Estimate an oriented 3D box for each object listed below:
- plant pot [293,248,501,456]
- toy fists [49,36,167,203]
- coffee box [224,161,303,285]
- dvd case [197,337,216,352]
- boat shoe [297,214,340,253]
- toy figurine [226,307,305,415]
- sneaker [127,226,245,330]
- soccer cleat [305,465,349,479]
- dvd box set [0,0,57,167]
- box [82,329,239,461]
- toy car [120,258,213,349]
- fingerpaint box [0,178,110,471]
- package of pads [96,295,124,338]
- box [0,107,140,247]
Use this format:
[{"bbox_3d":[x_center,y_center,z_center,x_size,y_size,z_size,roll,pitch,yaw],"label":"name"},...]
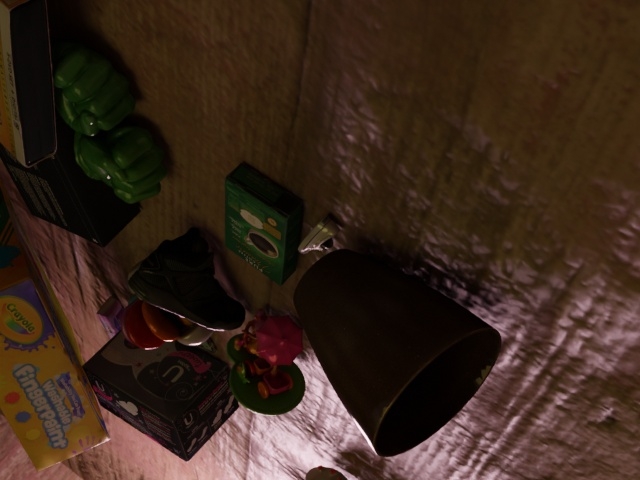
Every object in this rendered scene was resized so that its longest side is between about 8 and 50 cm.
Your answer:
[{"bbox_3d":[0.077,0.121,1.474,0.230,0.215,0.215,45,157,28],"label":"plant pot"},{"bbox_3d":[-0.318,-0.169,1.650,0.142,0.096,0.279,17,142,37],"label":"toy fists"},{"bbox_3d":[-0.083,-0.021,1.618,0.113,0.040,0.184,33,151,17],"label":"coffee box"},{"bbox_3d":[-0.246,0.155,2.112,0.087,0.013,0.119,16,144,40],"label":"dvd case"},{"bbox_3d":[0.000,0.000,1.550,0.035,0.035,0.100,44,146,2],"label":"boat shoe"},{"bbox_3d":[-0.084,0.172,1.859,0.173,0.130,0.159,55,147,31],"label":"toy figurine"},{"bbox_3d":[-0.185,0.064,1.827,0.227,0.130,0.087,29,-169,-39],"label":"sneaker"},{"bbox_3d":[0.055,0.486,2.147,0.196,0.068,0.076,17,147,34],"label":"soccer cleat"},{"bbox_3d":[-0.525,-0.335,1.605,0.420,0.062,0.307,43,148,21],"label":"dvd box set"},{"bbox_3d":[-0.307,0.280,2.209,0.247,0.163,0.142,26,146,29],"label":"box"},{"bbox_3d":[-0.279,0.126,1.955,0.159,0.136,0.182,49,170,-16],"label":"toy car"},{"bbox_3d":[-0.586,0.155,2.188,0.371,0.163,0.445,-124,15,-47],"label":"fingerpaint box"},{"bbox_3d":[-0.415,0.157,2.292,0.032,0.050,0.083,15,142,33],"label":"package of pads"},{"bbox_3d":[-0.420,-0.133,1.825,0.184,0.103,0.261,24,147,33],"label":"box"}]
